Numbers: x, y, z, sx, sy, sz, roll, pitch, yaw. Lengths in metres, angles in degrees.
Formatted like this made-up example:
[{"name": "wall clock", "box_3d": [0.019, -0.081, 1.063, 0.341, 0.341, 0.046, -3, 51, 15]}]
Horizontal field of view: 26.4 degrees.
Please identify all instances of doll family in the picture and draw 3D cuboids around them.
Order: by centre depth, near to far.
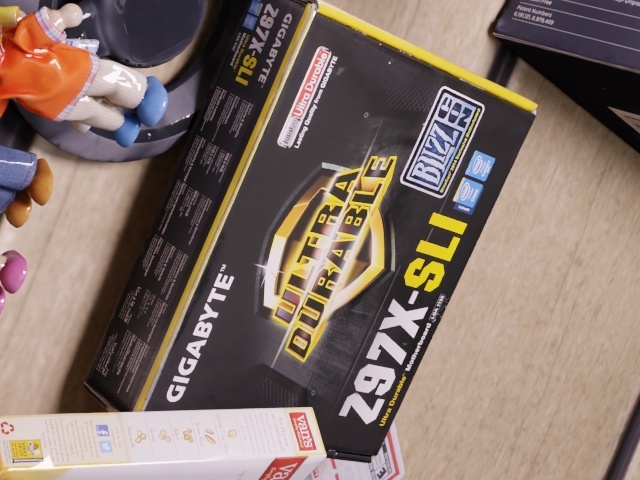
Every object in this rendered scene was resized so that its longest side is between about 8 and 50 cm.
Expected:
[{"name": "doll family", "box_3d": [-0.228, -0.068, 0.818, 0.163, 0.118, 0.263, 18, 125, -40]}]

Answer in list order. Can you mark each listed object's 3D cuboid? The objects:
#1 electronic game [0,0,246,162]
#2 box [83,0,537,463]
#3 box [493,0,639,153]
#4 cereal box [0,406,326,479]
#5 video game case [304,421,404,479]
[{"name": "electronic game", "box_3d": [-0.118, -0.161, 0.916, 0.229, 0.048, 0.229, -22, 127, -34]}, {"name": "box", "box_3d": [0.000, 0.000, 1.023, 0.257, 0.079, 0.322, 17, 101, -46]}, {"name": "box", "box_3d": [0.372, -0.236, 1.234, 0.343, 0.179, 0.313, 26, 88, -45]}, {"name": "cereal box", "box_3d": [-0.137, 0.176, 0.954, 0.240, 0.047, 0.173, 3, 144, -31]}, {"name": "video game case", "box_3d": [-0.053, 0.198, 1.147, 0.285, 0.025, 0.204, -33, 127, -28]}]
